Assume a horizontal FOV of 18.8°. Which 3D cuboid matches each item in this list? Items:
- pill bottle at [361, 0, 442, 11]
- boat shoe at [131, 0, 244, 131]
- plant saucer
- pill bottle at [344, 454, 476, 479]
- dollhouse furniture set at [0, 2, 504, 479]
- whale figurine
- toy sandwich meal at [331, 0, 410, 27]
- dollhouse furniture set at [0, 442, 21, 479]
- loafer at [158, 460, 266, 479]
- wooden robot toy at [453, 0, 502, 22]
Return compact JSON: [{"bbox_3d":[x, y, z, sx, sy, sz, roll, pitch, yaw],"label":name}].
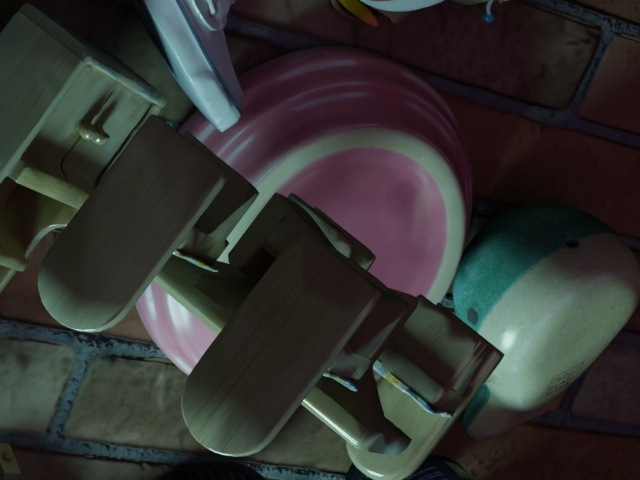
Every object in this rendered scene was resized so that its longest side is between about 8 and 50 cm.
[{"bbox_3d":[0.000,-0.320,1.427,0.323,0.181,0.181,35,94,-39],"label":"pill bottle"},{"bbox_3d":[-0.102,-0.198,1.487,0.084,0.095,0.258,-32,129,-8],"label":"boat shoe"},{"bbox_3d":[0.000,0.000,1.670,0.332,0.084,0.332,-14,122,-24],"label":"plant saucer"},{"bbox_3d":[0.114,0.277,1.806,0.123,0.219,0.123,-15,123,-25],"label":"pill bottle"},{"bbox_3d":[-0.121,0.054,1.402,0.256,0.394,0.362,-53,161,4],"label":"dollhouse furniture set"},{"bbox_3d":[0.190,0.074,1.820,0.216,0.141,0.272,-24,150,-27],"label":"whale figurine"},{"bbox_3d":[0.046,-0.215,1.613,0.085,0.029,0.085,-15,123,-25],"label":"toy sandwich meal"},{"bbox_3d":[-0.295,0.164,1.514,0.144,0.151,0.123,8,128,-37],"label":"dollhouse furniture set"},{"bbox_3d":[-0.144,0.273,1.745,0.220,0.080,0.078,-24,136,-13],"label":"loafer"},{"bbox_3d":[0.135,-0.229,1.610,0.173,0.079,0.076,5,89,-49],"label":"wooden robot toy"}]
